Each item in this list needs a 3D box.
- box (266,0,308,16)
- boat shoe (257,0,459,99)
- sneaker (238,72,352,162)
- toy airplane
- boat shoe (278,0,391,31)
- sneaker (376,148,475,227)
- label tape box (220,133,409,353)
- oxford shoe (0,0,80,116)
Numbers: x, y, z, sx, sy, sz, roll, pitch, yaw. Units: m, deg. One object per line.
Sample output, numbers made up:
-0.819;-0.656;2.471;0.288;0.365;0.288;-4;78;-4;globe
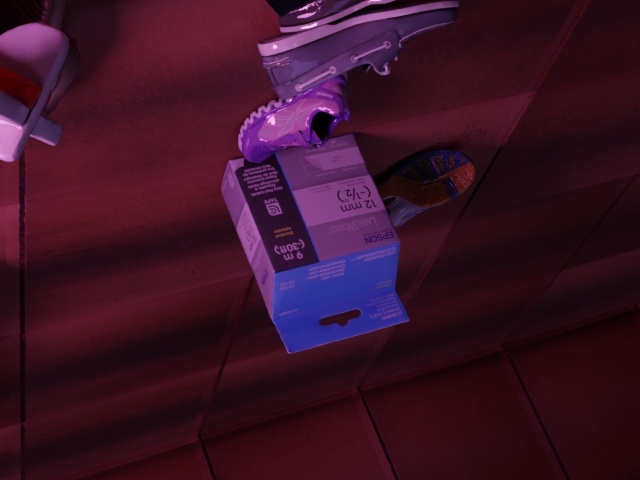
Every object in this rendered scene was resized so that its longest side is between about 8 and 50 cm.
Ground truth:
-0.038;-0.401;1.467;0.153;0.207;0.108;-29;156;10;box
0.066;-0.296;1.864;0.319;0.099;0.116;-17;-165;-13;boat shoe
-0.038;-0.190;2.047;0.236;0.104;0.095;-35;155;28;sneaker
-0.449;-0.220;1.312;0.384;0.272;0.386;9;170;-34;toy airplane
0.037;-0.367;1.788;0.228;0.081;0.068;-18;114;14;boat shoe
0.171;-0.094;2.477;0.296;0.112;0.131;-24;174;6;sneaker
0.000;0.000;2.176;0.249;0.347;0.115;-14;155;-22;label tape box
-0.374;-0.262;1.600;0.130;0.123;0.348;-26;168;-34;oxford shoe
